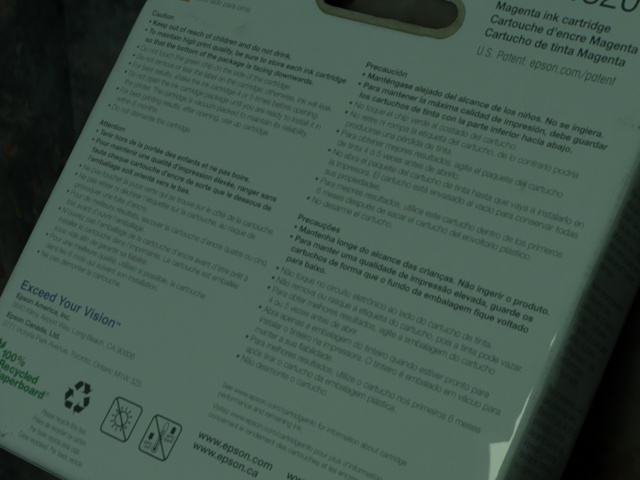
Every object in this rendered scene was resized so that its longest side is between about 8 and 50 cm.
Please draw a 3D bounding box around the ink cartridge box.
[{"bbox_3d":[0.000,0.000,0.786,0.324,0.071,0.330,19,80,36],"label":"ink cartridge box"}]
